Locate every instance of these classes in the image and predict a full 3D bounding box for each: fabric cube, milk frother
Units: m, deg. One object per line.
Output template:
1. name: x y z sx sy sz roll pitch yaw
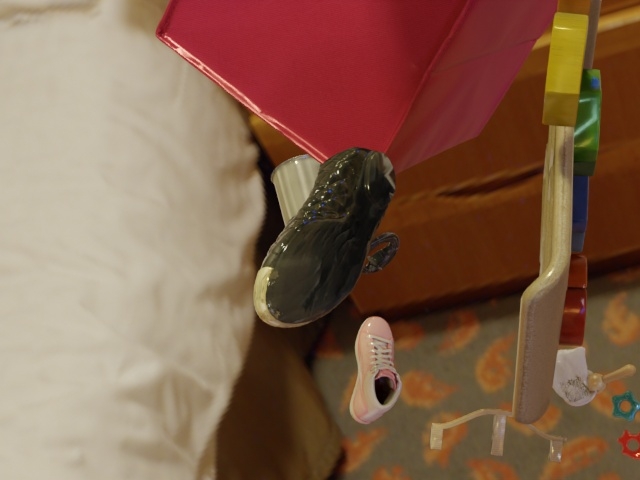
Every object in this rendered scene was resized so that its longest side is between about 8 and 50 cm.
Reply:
1. fabric cube: 0.057 -0.238 1.210 0.254 0.259 0.258 39 30 15
2. milk frother: 0.021 -0.029 1.721 0.129 0.143 0.135 -20 63 13

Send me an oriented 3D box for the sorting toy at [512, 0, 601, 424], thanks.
1. sorting toy: 0.157 -0.041 0.832 0.041 0.307 0.229 7 62 10

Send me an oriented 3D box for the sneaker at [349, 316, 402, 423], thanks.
1. sneaker: 0.073 0.149 1.590 0.070 0.051 0.134 141 143 -59

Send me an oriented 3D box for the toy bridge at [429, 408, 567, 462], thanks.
1. toy bridge: 0.248 0.267 1.850 0.188 0.026 0.063 5 90 2

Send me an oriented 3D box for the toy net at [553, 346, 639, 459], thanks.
1. toy net: 0.408 0.225 1.839 0.232 0.045 0.122 20 92 23

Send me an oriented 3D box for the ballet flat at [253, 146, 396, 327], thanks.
1. ballet flat: 0.000 0.000 0.825 0.049 0.057 0.173 -16 24 34
